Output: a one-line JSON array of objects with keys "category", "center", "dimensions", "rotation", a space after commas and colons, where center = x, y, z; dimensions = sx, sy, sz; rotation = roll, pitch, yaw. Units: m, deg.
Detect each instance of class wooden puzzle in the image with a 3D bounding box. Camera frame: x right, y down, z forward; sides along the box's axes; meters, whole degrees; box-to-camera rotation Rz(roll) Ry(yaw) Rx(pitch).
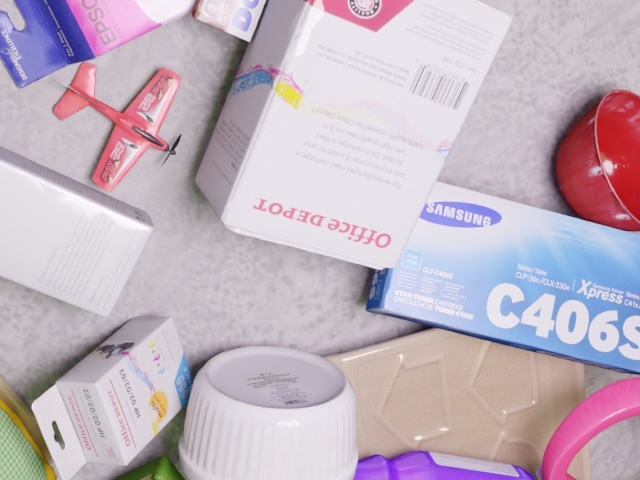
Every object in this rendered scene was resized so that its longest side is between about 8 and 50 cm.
[{"category": "wooden puzzle", "center": [0.175, 0.250, 1.207], "dimensions": [0.347, 0.080, 0.322], "rotation": [-12, 108, -9]}]

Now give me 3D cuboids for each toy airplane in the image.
[{"category": "toy airplane", "center": [-0.221, -0.132, 0.992], "dimensions": [0.151, 0.028, 0.151], "rotation": [-5, 105, -17]}]

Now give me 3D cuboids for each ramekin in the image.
[{"category": "ramekin", "center": [-0.055, 0.201, 1.042], "dimensions": [0.207, 0.207, 0.109], "rotation": [1, 108, -18]}]

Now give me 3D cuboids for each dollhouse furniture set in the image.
[{"category": "dollhouse furniture set", "center": [-0.279, 0.279, 0.980], "dimensions": [0.151, 0.197, 0.301], "rotation": [-26, 111, 18]}]

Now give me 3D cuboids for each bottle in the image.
[{"category": "bottle", "center": [0.129, 0.318, 1.123], "dimensions": [0.283, 0.092, 0.118], "rotation": [12, 105, -16]}]

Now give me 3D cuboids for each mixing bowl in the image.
[{"category": "mixing bowl", "center": [0.358, -0.084, 1.137], "dimensions": [0.181, 0.098, 0.181], "rotation": [15, 64, -35]}]

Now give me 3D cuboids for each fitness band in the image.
[{"category": "fitness band", "center": [0.395, 0.273, 1.157], "dimensions": [0.209, 0.054, 0.291], "rotation": [-44, 128, 16]}]

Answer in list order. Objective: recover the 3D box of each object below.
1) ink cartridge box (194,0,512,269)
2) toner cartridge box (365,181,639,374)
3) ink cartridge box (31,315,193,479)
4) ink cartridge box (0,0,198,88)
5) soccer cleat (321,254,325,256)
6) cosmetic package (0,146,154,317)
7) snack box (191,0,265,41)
[{"category": "ink cartridge box", "center": [0.028, -0.147, 0.982], "dimensions": [0.226, 0.131, 0.306], "rotation": [16, 109, -29]}, {"category": "toner cartridge box", "center": [0.243, 0.045, 1.107], "dimensions": [0.347, 0.075, 0.165], "rotation": [13, 82, -9]}, {"category": "ink cartridge box", "center": [-0.218, 0.171, 1.002], "dimensions": [0.061, 0.181, 0.104], "rotation": [-4, 113, 29]}, {"category": "ink cartridge box", "center": [-0.184, -0.311, 0.938], "dimensions": [0.371, 0.069, 0.176], "rotation": [-28, 112, -6]}, {"category": "soccer cleat", "center": [0.000, 0.000, 1.102], "dimensions": [0.083, 0.029, 0.036], "rotation": [16, 96, -26]}, {"category": "cosmetic package", "center": [-0.306, -0.019, 0.969], "dimensions": [0.231, 0.085, 0.117], "rotation": [27, 95, -21]}, {"category": "snack box", "center": [-0.070, -0.298, 0.932], "dimensions": [0.064, 0.022, 0.178], "rotation": [18, 100, -24]}]
